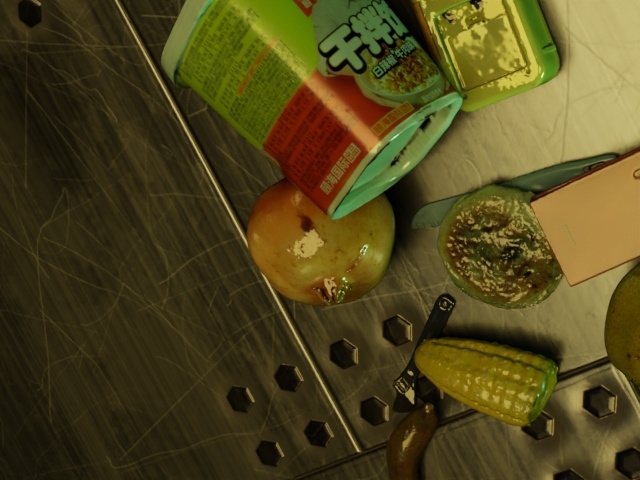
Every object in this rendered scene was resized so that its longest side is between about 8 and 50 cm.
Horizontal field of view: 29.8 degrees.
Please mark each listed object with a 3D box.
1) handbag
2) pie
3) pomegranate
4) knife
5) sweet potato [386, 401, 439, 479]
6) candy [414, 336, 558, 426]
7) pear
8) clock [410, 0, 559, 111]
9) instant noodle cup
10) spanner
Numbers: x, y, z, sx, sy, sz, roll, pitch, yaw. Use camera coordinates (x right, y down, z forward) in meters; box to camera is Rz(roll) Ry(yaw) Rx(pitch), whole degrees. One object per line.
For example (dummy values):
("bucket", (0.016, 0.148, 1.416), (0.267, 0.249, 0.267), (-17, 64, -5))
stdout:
("handbag", (0.383, -0.037, 1.552), (0.190, 0.063, 0.127), (-25, 95, 15))
("pie", (0.250, 0.011, 1.649), (0.187, 0.041, 0.187), (8, 113, 19))
("pomegranate", (0.001, -0.004, 1.674), (0.209, 0.209, 0.209), (7, 108, 22))
("knife", (0.259, -0.063, 1.647), (0.313, 0.019, 0.044), (-15, 101, 29))
("sweet potato", (0.130, 0.334, 1.800), (0.069, 0.059, 0.249), (11, 114, 8))
("candy", (0.226, 0.188, 1.693), (0.199, 0.094, 0.106), (18, 77, 24))
("pear", (0.459, 0.110, 1.520), (0.198, 0.198, 0.198), (7, 108, 22))
("clock", (0.211, -0.280, 1.557), (0.143, 0.096, 0.202), (-19, 96, 30))
("instant noodle cup", (0.000, -0.212, 1.551), (0.308, 0.294, 0.294), (47, 118, 11))
("spanner", (0.149, 0.169, 1.766), (0.046, 0.012, 0.208), (28, 114, 13))
